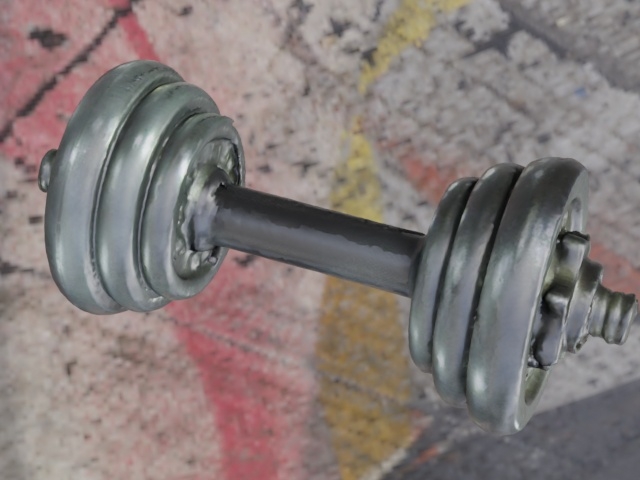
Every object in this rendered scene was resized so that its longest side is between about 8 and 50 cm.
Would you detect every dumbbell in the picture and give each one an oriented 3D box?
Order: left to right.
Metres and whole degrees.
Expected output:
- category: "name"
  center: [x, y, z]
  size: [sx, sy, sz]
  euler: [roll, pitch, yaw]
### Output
- category: "dumbbell"
  center: [0.000, 0.000, 0.956]
  size: [0.406, 0.179, 0.179]
  euler: [14, 148, 18]
